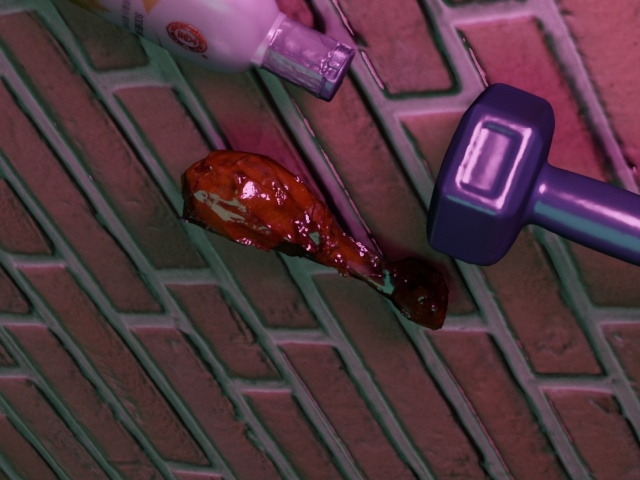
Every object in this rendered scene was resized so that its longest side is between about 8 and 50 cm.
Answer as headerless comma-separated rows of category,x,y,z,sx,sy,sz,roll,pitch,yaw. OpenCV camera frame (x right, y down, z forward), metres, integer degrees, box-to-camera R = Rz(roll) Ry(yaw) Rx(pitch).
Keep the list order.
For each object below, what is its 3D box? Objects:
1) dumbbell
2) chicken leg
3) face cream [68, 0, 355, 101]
dumbbell,0.255,-0.013,1.505,0.325,0.144,0.160,20,143,10
chicken leg,0.000,0.000,1.756,0.304,0.093,0.113,29,163,-15
face cream,-0.110,-0.207,1.566,0.291,0.071,0.144,27,155,2
